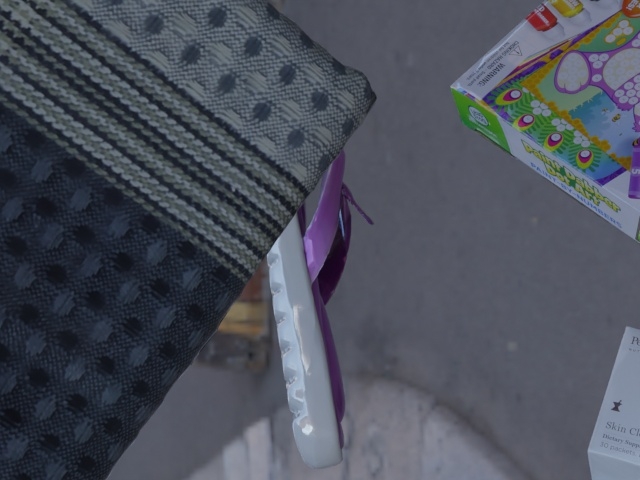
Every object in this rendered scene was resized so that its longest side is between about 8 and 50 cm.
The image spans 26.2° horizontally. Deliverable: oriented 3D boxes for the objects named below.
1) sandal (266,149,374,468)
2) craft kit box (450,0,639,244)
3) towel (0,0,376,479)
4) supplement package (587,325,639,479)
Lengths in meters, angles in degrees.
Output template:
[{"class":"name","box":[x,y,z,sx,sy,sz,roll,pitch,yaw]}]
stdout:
[{"class":"sandal","box":[0.000,0.001,1.290,0.169,0.102,0.416,111,153,-86]},{"class":"craft kit box","box":[0.265,-0.117,0.974,0.247,0.250,0.061,40,167,32]},{"class":"towel","box":[-0.181,-0.031,0.464,0.312,0.324,0.056,-55,23,-10]},{"class":"supplement package","box":[0.427,0.220,1.427,0.204,0.262,0.145,65,-138,-60]}]
